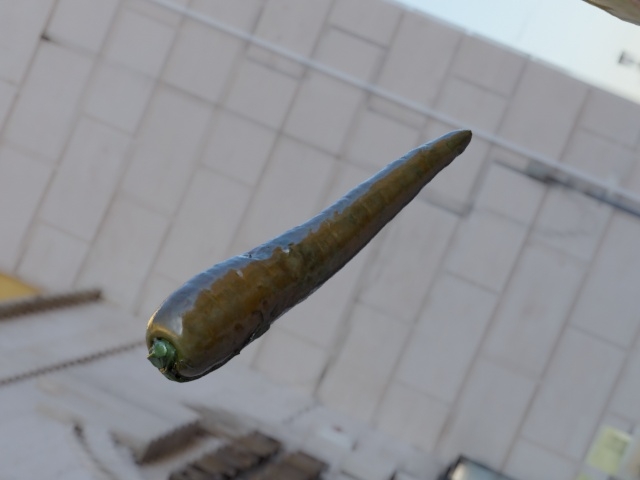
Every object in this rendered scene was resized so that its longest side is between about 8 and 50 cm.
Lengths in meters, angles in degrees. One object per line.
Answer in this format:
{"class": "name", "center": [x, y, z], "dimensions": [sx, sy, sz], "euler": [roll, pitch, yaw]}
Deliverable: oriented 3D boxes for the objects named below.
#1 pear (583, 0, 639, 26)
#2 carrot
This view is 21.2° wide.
{"class": "pear", "center": [0.142, -0.175, 0.419], "dimensions": [0.271, 0.271, 0.271], "euler": [-62, -12, -23]}
{"class": "carrot", "center": [0.000, 0.000, 0.939], "dimensions": [0.254, 0.049, 0.049], "euler": [-35, -27, -31]}
